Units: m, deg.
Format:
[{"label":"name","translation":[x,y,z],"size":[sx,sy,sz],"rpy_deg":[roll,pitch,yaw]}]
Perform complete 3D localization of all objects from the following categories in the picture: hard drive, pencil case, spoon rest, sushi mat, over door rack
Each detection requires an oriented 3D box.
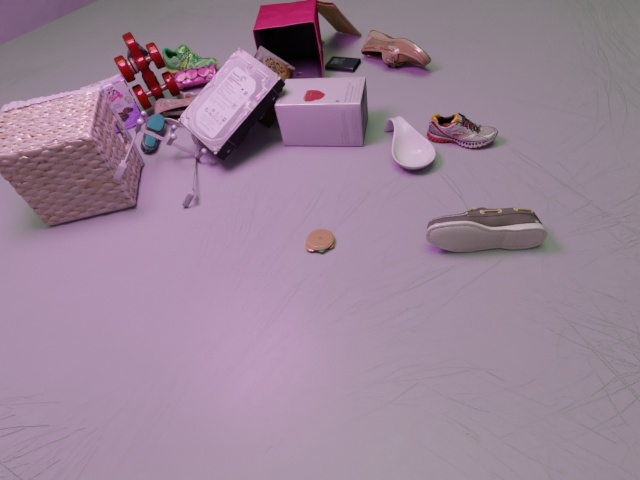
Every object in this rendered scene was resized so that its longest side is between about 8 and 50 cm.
[{"label":"hard drive","translation":[-0.308,-0.474,1.474],"size":[0.339,0.064,0.237],"rpy_deg":[-48,67,3]},{"label":"hard drive","translation":[0.099,-0.778,1.885],"size":[0.135,0.022,0.094],"rpy_deg":[14,53,21]},{"label":"pencil case","translation":[-0.553,-0.721,1.903],"size":[0.210,0.095,0.098],"rpy_deg":[-13,64,1]},{"label":"spoon rest","translation":[0.282,-0.331,1.424],"size":[0.138,0.084,0.276],"rpy_deg":[-16,48,-5]},{"label":"sushi mat","translation":[0.069,-1.016,1.956],"size":[0.152,0.317,0.019],"rpy_deg":[24,102,24]},{"label":"over door rack","translation":[-0.511,-0.288,1.423],"size":[0.240,0.108,0.324],"rpy_deg":[22,41,-27]}]

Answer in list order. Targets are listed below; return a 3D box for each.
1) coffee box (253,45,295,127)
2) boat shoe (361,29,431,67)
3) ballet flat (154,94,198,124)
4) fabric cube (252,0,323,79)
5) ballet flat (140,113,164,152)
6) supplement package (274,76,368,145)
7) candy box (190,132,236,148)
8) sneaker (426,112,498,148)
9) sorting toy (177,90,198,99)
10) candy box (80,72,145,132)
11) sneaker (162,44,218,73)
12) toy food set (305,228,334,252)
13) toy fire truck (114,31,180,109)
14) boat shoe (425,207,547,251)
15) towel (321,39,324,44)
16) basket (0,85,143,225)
[{"label":"coffee box","translation":[-0.218,-0.604,1.674],"size":[0.168,0.119,0.297],"rpy_deg":[27,47,-20]},{"label":"boat shoe","translation":[0.316,-0.785,1.811],"size":[0.341,0.122,0.110],"rpy_deg":[40,102,38]},{"label":"ballet flat","translation":[-0.524,-0.516,1.724],"size":[0.317,0.107,0.106],"rpy_deg":[-1,69,15]},{"label":"fabric cube","translation":[-0.124,-0.841,1.826],"size":[0.260,0.254,0.258],"rpy_deg":[-4,47,7]},{"label":"ballet flat","translation":[-0.657,-0.414,1.662],"size":[0.070,0.070,0.188],"rpy_deg":[-1,54,9]},{"label":"supplement package","translation":[0.011,-0.455,1.514],"size":[0.293,0.175,0.177],"rpy_deg":[2,51,12]},{"label":"candy box","translation":[-0.382,-0.407,1.621],"size":[0.187,0.053,0.109],"rpy_deg":[14,53,19]},{"label":"sneaker","translation":[0.468,-0.368,1.418],"size":[0.226,0.092,0.088],"rpy_deg":[11,52,17]},{"label":"sorting toy","translation":[-0.574,-0.630,1.858],"size":[0.075,0.044,0.083],"rpy_deg":[-32,39,-34]},{"label":"candy box","translation":[-0.827,-0.541,1.715],"size":[0.165,0.196,0.070],"rpy_deg":[-28,50,-14]},{"label":"sneaker","translation":[-0.619,-0.838,1.990],"size":[0.296,0.123,0.109],"rpy_deg":[11,52,18]},{"label":"toy food set","translation":[0.000,0.000,1.221],"size":[0.083,0.020,0.083],"rpy_deg":[4,49,12]},{"label":"toy fire truck","translation":[-0.730,-0.708,1.771],"size":[0.170,0.302,0.254],"rpy_deg":[-30,49,-10]},{"label":"boat shoe","translation":[0.426,-0.035,1.127],"size":[0.306,0.109,0.091],"rpy_deg":[0,48,2]},{"label":"towel","translation":[-0.059,-0.957,2.067],"size":[0.110,0.027,0.148],"rpy_deg":[-30,52,-15]},{"label":"basket","translation":[-0.806,-0.266,1.387],"size":[0.332,0.328,0.266],"rpy_deg":[-12,50,-2]}]
